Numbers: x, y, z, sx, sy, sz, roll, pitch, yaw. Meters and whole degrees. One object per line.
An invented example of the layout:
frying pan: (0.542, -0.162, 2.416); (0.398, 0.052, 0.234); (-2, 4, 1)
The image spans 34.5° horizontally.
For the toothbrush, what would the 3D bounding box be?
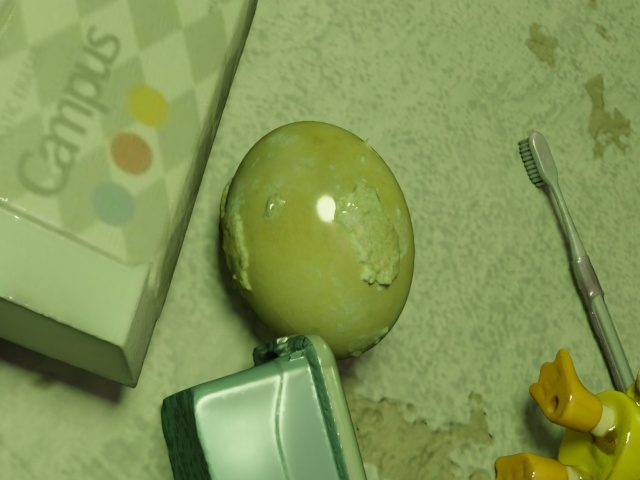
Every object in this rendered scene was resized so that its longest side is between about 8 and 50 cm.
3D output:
toothbrush: (0.282, 0.054, 1.089); (0.024, 0.029, 0.354); (-20, 89, -30)

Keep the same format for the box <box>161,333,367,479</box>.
box: (-0.033, 0.192, 0.790); (0.130, 0.162, 0.227); (-10, 82, -22)

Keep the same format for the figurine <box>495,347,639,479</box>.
figurine: (0.345, 0.238, 0.986); (0.343, 0.215, 0.187); (19, 28, -13)

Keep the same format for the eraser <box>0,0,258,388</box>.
eraser: (-0.169, -0.107, 0.806); (0.213, 0.082, 0.397); (28, 57, -22)

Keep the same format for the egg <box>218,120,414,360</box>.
egg: (-0.002, 0.001, 0.861); (0.164, 0.164, 0.201); (-16, 89, -32)
